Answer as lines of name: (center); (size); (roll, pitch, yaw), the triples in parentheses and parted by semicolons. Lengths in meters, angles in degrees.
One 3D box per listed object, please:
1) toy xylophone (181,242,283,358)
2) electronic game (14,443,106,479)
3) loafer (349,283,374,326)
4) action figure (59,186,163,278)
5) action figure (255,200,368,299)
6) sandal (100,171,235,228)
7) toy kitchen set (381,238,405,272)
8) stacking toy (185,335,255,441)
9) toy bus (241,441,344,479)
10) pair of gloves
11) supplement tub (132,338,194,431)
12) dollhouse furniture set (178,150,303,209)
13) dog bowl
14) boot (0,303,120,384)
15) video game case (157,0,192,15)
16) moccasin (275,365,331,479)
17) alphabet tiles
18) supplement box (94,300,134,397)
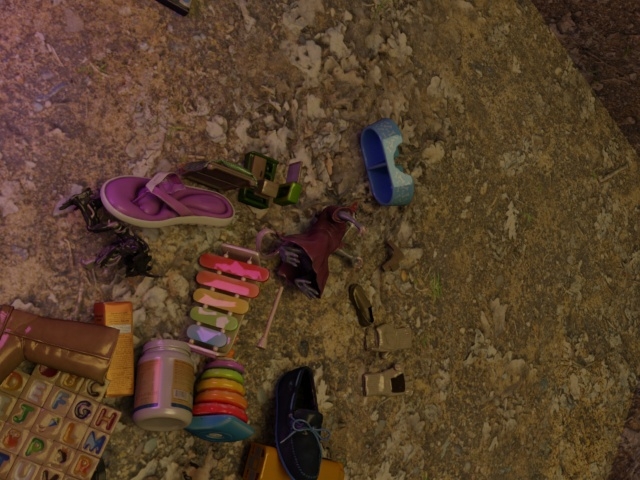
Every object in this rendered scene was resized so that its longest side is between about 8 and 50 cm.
toy xylophone: (-0.234, 0.171, 1.899); (0.081, 0.236, 0.323); (73, 26, -65)
electronic game: (-0.620, 0.566, 1.644); (0.229, 0.048, 0.229); (1, 87, -29)
loafer: (0.140, 0.207, 2.258); (0.056, 0.050, 0.148); (-28, 101, -36)
action figure: (-0.512, 0.011, 1.719); (0.141, 0.164, 0.276); (-39, 89, 1)
action figure: (0.000, 0.000, 2.139); (0.275, 0.248, 0.370); (23, 48, 12)
sandal: (-0.380, -0.120, 1.818); (0.416, 0.102, 0.169); (0, 47, -53)
toy kitchen set: (0.233, 0.059, 2.365); (0.083, 0.075, 0.068); (-38, 153, -1)
stacking toy: (-0.265, 0.377, 1.889); (0.166, 0.175, 0.302); (54, 33, -53)
toy bus: (-0.062, 0.659, 2.002); (0.332, 0.130, 0.108); (25, 70, -32)
pair of gloves: (0.229, 0.395, 2.309); (0.204, 0.042, 0.240); (11, 77, -35)
supplement tub: (-0.390, 0.363, 1.756); (0.144, 0.144, 0.200); (20, 52, -34)
dollhouse furniture set: (-0.217, -0.208, 1.946); (0.301, 0.197, 0.151); (19, 75, -35)
dog bowl: (0.213, -0.250, 2.306); (0.074, 0.166, 0.297); (-17, 95, -26)
boot: (-0.622, 0.280, 1.604); (0.269, 0.089, 0.236); (18, 72, -16)
video game case: (-0.457, -0.795, 1.938); (0.275, 0.035, 0.248); (22, 72, -33)
moccasin: (-0.056, 0.497, 1.941); (0.137, 0.117, 0.342); (23, 38, -37)
alphabet tiles: (-0.638, 0.448, 1.610); (0.285, 0.011, 0.342); (27, 69, -12)
supplement box: (-0.513, 0.269, 1.743); (0.080, 0.078, 0.233); (-1, 84, -37)
